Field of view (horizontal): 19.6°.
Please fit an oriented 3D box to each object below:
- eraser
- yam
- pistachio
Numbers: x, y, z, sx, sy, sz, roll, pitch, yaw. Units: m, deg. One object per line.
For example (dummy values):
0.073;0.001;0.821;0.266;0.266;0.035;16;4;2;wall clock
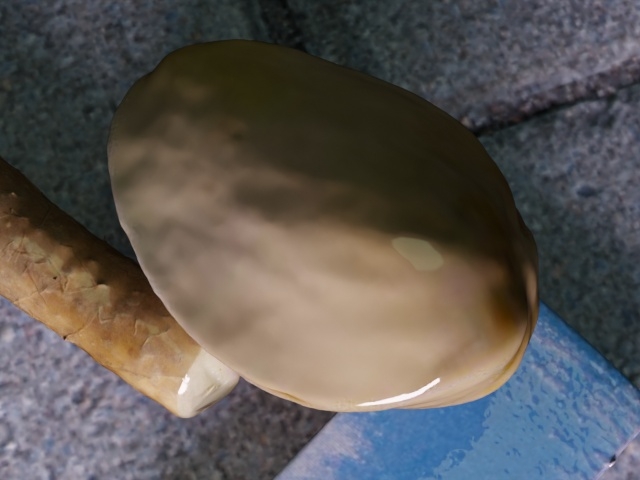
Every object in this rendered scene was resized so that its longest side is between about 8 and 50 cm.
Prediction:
0.044;0.164;1.080;0.144;0.042;0.312;42;75;11;eraser
-0.196;-0.018;1.109;0.356;0.081;0.081;35;74;8;yam
0.000;0.000;1.047;0.288;0.166;0.197;29;65;34;pistachio
